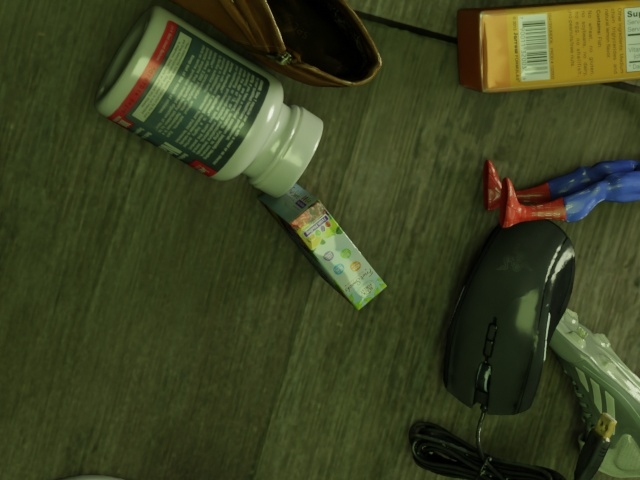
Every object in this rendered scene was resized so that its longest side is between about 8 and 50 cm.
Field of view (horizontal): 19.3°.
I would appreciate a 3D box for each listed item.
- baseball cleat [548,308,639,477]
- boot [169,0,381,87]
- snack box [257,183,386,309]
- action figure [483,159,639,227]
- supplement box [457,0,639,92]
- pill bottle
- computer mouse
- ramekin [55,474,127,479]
[{"bbox_3d":[0.261,0.154,1.782,0.206,0.072,0.109,41,111,-4],"label":"baseball cleat"},{"bbox_3d":[-0.079,-0.215,1.554,0.283,0.220,0.109,39,91,-16],"label":"boot"},{"bbox_3d":[0.000,0.000,1.657,0.037,0.141,0.100,-41,106,-3],"label":"snack box"},{"bbox_3d":[0.296,-0.090,1.726,0.280,0.091,0.139,-3,111,-12],"label":"action figure"},{"bbox_3d":[0.246,-0.181,1.707,0.233,0.078,0.080,-4,99,-12],"label":"supplement box"},{"bbox_3d":[-0.094,-0.114,1.630,0.180,0.108,0.108,30,94,-16],"label":"pill bottle"},{"bbox_3d":[0.190,0.117,1.715,0.184,0.060,0.262,24,97,23],"label":"computer mouse"},{"bbox_3d":[-0.207,0.324,1.696,0.207,0.109,0.207,-2,101,-12],"label":"ramekin"}]
